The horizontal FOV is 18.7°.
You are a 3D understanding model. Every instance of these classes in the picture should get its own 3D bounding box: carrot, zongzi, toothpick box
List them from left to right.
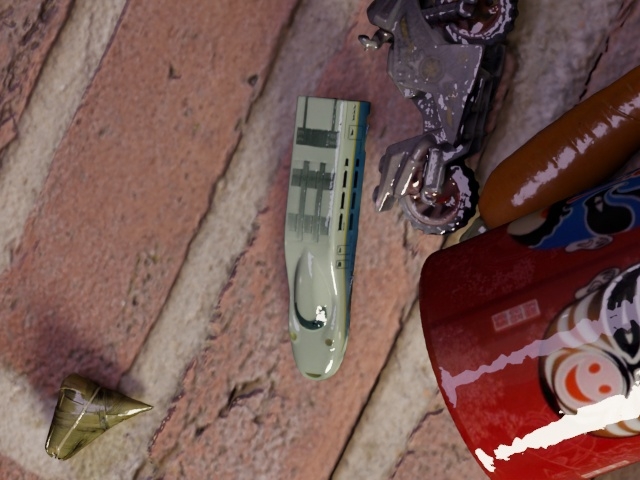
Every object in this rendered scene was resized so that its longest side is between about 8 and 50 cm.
[{"bbox_3d":[-0.192,0.163,1.683,0.083,0.040,0.076,19,106,5],"label":"zongzi"},{"bbox_3d":[0.234,-0.097,1.478,0.336,0.069,0.069,-41,76,13],"label":"carrot"},{"bbox_3d":[0.262,0.040,1.387,0.333,0.204,0.204,-23,82,22],"label":"toothpick box"}]

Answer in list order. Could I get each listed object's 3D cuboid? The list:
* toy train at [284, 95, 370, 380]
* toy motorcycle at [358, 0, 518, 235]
[{"bbox_3d":[0.000,0.000,1.582,0.052,0.051,0.233,8,94,28],"label":"toy train"},{"bbox_3d":[0.082,-0.115,1.530,0.122,0.080,0.215,16,101,22],"label":"toy motorcycle"}]
